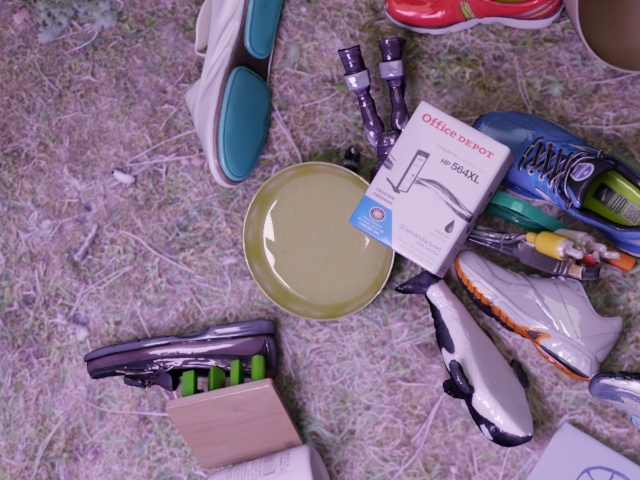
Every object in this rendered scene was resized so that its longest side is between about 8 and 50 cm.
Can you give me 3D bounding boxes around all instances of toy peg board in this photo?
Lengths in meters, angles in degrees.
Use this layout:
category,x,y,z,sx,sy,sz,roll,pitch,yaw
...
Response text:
category,x,y,z,sx,sy,sz,roll,pitch,yaw
toy peg board,-0.124,0.248,1.705,0.161,0.160,0.079,-13,44,10

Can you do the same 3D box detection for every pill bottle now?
category,x,y,z,sx,sy,sz,roll,pitch,yaw
pill bottle,-0.101,0.387,1.666,0.229,0.131,0.131,-18,76,9

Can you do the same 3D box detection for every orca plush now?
category,x,y,z,sx,sy,sz,roll,pitch,yaw
orca plush,0.193,0.183,1.657,0.287,0.151,0.102,52,125,13

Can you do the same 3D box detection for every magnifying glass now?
category,x,y,z,sx,sy,sz,roll,pitch,yaw
magnifying glass,0.345,-0.014,1.673,0.231,0.092,0.026,27,82,6

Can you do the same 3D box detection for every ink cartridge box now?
category,x,y,z,sx,sy,sz,roll,pitch,yaw
ink cartridge box,0.157,-0.072,1.619,0.148,0.086,0.203,31,92,15

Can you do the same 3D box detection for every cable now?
category,x,y,z,sx,sy,sz,roll,pitch,yaw
cable,0.294,-0.006,1.656,0.287,0.139,0.072,24,101,42

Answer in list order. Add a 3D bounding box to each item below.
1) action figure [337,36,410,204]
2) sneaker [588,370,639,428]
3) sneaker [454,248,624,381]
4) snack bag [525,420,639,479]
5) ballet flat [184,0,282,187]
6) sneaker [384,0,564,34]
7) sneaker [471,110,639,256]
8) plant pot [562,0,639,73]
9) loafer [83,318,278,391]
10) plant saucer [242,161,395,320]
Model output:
category,x,y,z,sx,sy,sz,roll,pitch,yaw
action figure,0.107,-0.158,1.742,0.185,0.099,0.285,-10,92,4
sneaker,0.489,0.267,1.557,0.283,0.110,0.122,23,93,7
sneaker,0.314,0.083,1.658,0.262,0.099,0.121,38,82,9
snack bag,0.374,0.456,1.529,0.323,0.037,0.342,30,71,25
ballet flat,-0.145,-0.270,1.815,0.139,0.139,0.400,5,77,14
sneaker,0.230,-0.382,1.742,0.279,0.118,0.107,-2,79,12
sneaker,0.363,-0.100,1.645,0.330,0.147,0.130,30,87,18
plant pot,0.454,-0.408,1.645,0.284,0.284,0.191,-31,40,6
loafer,-0.210,0.187,1.745,0.302,0.109,0.095,-11,82,8
plant saucer,0.000,0.000,1.735,0.241,0.037,0.241,3,99,18
